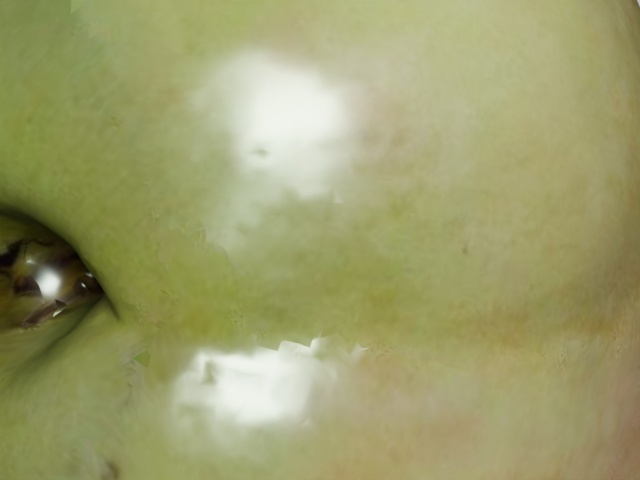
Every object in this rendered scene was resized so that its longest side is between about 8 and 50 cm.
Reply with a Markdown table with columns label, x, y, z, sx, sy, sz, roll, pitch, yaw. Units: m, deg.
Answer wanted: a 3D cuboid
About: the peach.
| label | x | y | z | sx | sy | sz | roll | pitch | yaw |
| --- | --- | --- | --- | --- | --- | --- | --- | --- | --- |
| peach | 0.000 | 0.001 | 0.544 | 0.292 | 0.247 | 0.292 | 11 | 71 | -35 |
